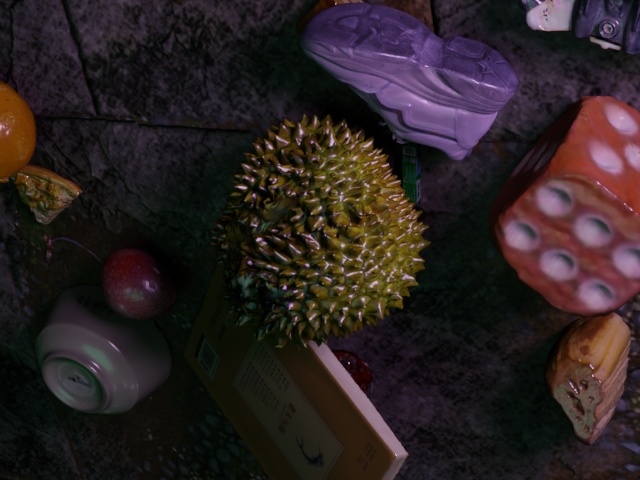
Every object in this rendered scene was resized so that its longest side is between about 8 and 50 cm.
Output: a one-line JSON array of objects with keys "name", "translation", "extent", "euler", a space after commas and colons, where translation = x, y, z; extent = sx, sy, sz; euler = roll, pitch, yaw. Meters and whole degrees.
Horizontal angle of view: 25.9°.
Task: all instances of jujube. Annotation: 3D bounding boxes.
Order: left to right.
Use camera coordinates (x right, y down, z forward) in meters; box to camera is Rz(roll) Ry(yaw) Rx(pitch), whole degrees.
[{"name": "jujube", "translation": [0.009, 0.216, 1.916], "extent": [0.104, 0.104, 0.166], "euler": [31, 133, 4]}]

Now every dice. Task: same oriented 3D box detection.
[{"name": "dice", "translation": [0.297, -0.033, 1.512], "extent": [0.175, 0.179, 0.174], "euler": [37, 133, -5]}]

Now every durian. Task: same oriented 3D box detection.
[{"name": "durian", "translation": [0.003, 0.001, 1.677], "extent": [0.291, 0.224, 0.291], "euler": [-7, 80, 42]}]

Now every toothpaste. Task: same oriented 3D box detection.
[{"name": "toothpaste", "translation": [0.110, -0.084, 1.685], "extent": [0.020, 0.017, 0.083], "euler": [11, 129, 19]}]

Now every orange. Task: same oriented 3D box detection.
[{"name": "orange", "translation": [-0.463, -0.146, 1.879], "extent": [0.154, 0.134, 0.155], "euler": [15, 124, 24]}]

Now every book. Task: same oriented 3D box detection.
[{"name": "book", "translation": [-0.048, 0.218, 1.883], "extent": [0.389, 0.032, 0.269], "euler": [52, 139, 24]}]

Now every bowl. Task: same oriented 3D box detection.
[{"name": "bowl", "translation": [-0.339, 0.181, 2.078], "extent": [0.211, 0.112, 0.211], "euler": [16, 132, 18]}]

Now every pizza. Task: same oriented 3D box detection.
[{"name": "pizza", "translation": [-0.393, -0.056, 1.982], "extent": [0.123, 0.026, 0.109], "euler": [18, 133, 15]}]

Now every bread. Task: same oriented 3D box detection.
[{"name": "bread", "translation": [0.010, -0.257, 1.596], "extent": [0.047, 0.036, 0.083], "euler": [44, 131, -5]}]

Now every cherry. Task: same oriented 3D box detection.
[{"name": "cherry", "translation": [-0.296, 0.052, 1.975], "extent": [0.225, 0.090, 0.107], "euler": [18, 147, 29]}]

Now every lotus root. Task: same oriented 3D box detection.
[{"name": "lotus root", "translation": [0.320, 0.166, 1.703], "extent": [0.095, 0.135, 0.159], "euler": [11, 115, 23]}]

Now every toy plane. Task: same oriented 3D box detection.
[{"name": "toy plane", "translation": [0.313, -0.321, 1.330], "extent": [0.204, 0.103, 0.316], "euler": [21, 132, 15]}]

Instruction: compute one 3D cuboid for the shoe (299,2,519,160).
[{"name": "shoe", "translation": [0.089, -0.174, 1.565], "extent": [0.245, 0.095, 0.138], "euler": [18, 131, -1]}]
